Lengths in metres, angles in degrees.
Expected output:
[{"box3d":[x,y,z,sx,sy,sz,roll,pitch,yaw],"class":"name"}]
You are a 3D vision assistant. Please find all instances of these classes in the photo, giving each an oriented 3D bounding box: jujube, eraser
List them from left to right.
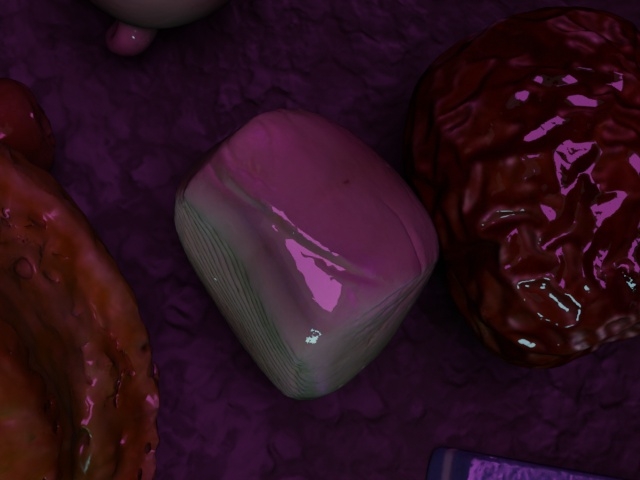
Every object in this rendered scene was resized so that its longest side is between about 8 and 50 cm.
[{"box3d":[0.164,-0.041,0.983,0.213,0.213,0.232,-19,75,-12],"class":"jujube"},{"box3d":[0.186,0.207,1.044,0.225,0.036,0.082,12,82,-8],"class":"eraser"}]

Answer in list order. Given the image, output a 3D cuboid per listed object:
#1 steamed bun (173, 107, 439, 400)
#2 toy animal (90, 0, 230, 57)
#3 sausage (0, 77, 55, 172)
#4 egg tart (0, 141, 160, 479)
[{"box3d":[0.000,0.000,0.942,0.152,0.239,0.170,-35,82,-14],"class":"steamed bun"},{"box3d":[-0.091,-0.267,0.985,0.221,0.210,0.230,-20,69,-13],"class":"toy animal"},{"box3d":[-0.363,0.022,0.948,0.419,0.094,0.094,-35,66,-12],"class":"sausage"},{"box3d":[-0.296,0.129,0.851,0.443,0.178,0.443,-4,101,-22],"class":"egg tart"}]
